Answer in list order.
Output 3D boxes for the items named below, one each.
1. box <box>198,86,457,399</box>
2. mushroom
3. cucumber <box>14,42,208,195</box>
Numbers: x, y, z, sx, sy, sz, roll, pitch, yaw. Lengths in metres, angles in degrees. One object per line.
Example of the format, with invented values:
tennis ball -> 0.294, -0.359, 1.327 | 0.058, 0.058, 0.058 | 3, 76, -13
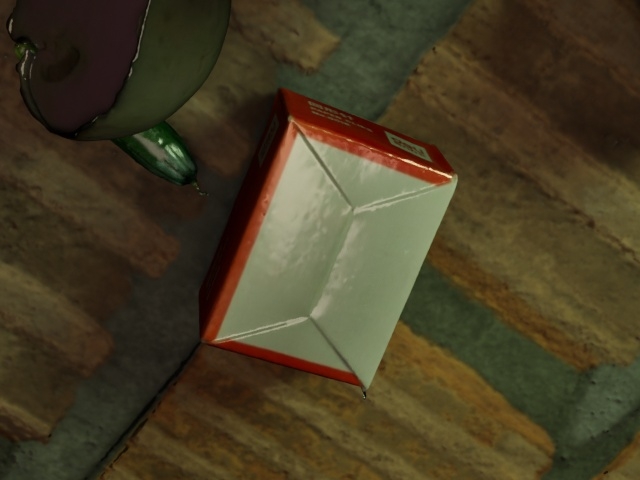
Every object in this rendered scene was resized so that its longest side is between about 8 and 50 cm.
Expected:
box -> 0.000, 0.000, 0.792 | 0.133, 0.099, 0.182 | 17, 108, -12
mushroom -> -0.120, -0.153, 0.717 | 0.117, 0.141, 0.188 | 10, 102, -40
cucumber -> -0.143, -0.088, 0.782 | 0.168, 0.039, 0.039 | 37, 106, -12
